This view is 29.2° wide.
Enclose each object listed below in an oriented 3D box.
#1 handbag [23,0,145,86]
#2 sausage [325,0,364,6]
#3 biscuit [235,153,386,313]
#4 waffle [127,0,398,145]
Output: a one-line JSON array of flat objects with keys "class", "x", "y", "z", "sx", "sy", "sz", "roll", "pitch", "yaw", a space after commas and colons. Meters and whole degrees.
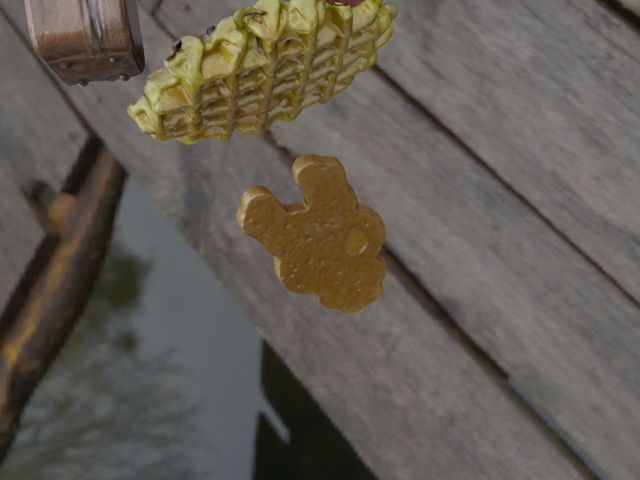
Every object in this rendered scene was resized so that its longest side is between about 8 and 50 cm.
[{"class": "handbag", "x": -0.177, "y": -0.196, "z": 0.917, "sx": 0.193, "sy": 0.072, "sz": 0.151, "roll": 145, "pitch": 116, "yaw": -87}, {"class": "sausage", "x": 0.003, "y": -0.243, "z": 0.957, "sx": 0.076, "sy": 0.076, "sz": 0.141, "roll": -43, "pitch": 67, "yaw": 31}, {"class": "biscuit", "x": 0.003, "y": -0.001, "z": 1.470, "sx": 0.144, "sy": 0.236, "sz": 0.040, "roll": -28, "pitch": 41, "yaw": 8}, {"class": "waffle", "x": -0.056, "y": -0.193, "z": 1.380, "sx": 0.329, "sy": 0.329, "sz": 0.062, "roll": -32, "pitch": 75, "yaw": 37}]
